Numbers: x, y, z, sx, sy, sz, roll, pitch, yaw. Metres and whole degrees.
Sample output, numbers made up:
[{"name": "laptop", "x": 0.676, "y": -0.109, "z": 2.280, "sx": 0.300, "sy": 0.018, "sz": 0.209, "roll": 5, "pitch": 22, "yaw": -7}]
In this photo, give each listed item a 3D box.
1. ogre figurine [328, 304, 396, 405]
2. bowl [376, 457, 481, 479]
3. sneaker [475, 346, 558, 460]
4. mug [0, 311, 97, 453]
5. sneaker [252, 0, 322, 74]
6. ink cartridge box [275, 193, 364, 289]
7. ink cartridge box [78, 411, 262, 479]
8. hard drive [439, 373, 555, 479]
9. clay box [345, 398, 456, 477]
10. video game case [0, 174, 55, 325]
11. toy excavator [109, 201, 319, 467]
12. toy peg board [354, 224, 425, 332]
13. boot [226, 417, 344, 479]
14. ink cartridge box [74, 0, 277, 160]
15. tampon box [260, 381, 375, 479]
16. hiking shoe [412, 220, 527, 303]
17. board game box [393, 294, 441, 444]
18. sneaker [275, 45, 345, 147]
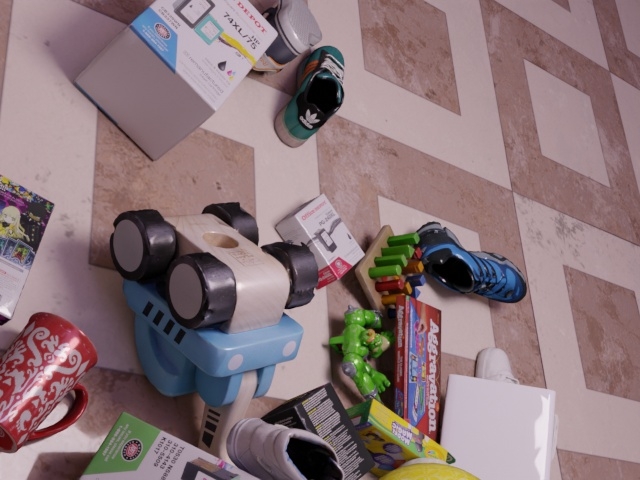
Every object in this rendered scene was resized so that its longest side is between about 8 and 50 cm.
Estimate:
[{"name": "ogre figurine", "x": 0.080, "y": 0.207, "z": 1.719, "sx": 0.118, "sy": 0.096, "sz": 0.197, "roll": 42, "pitch": 61, "yaw": -43}, {"name": "bowl", "x": 0.182, "y": 0.466, "z": 1.558, "sx": 0.289, "sy": 0.289, "sz": 0.156, "roll": 38, "pitch": 28, "yaw": -23}, {"name": "sneaker", "x": 0.417, "y": 0.341, "z": 1.909, "sx": 0.108, "sy": 0.169, "sz": 0.293, "roll": 22, "pitch": 53, "yaw": -32}, {"name": "mug", "x": -0.386, "y": 0.208, "z": 1.255, "sx": 0.150, "sy": 0.113, "sz": 0.169, "roll": 45, "pitch": 47, "yaw": -14}, {"name": "sneaker", "x": -0.084, "y": -0.428, "z": 1.899, "sx": 0.126, "sy": 0.127, "sz": 0.321, "roll": 57, "pitch": 17, "yaw": -12}, {"name": "ink cartridge box", "x": 0.000, "y": 0.000, "z": 1.773, "sx": 0.150, "sy": 0.063, "sz": 0.109, "roll": 56, "pitch": 42, "yaw": -5}, {"name": "ink cartridge box", "x": -0.187, "y": 0.384, "z": 1.211, "sx": 0.278, "sy": 0.117, "sz": 0.201, "roll": 23, "pitch": 60, "yaw": 13}, {"name": "hard drive", "x": 0.329, "y": 0.427, "z": 1.746, "sx": 0.210, "sy": 0.040, "sz": 0.319, "roll": 8, "pitch": 64, "yaw": 6}, {"name": "clay box", "x": 0.125, "y": 0.372, "z": 1.639, "sx": 0.222, "sy": 0.127, "sz": 0.053, "roll": 38, "pitch": 46, "yaw": -22}, {"name": "video game case", "x": -0.515, "y": -0.019, "z": 1.304, "sx": 0.232, "sy": 0.041, "sz": 0.210, "roll": 31, "pitch": 50, "yaw": -29}, {"name": "toy excavator", "x": -0.152, "y": 0.214, "z": 1.415, "sx": 0.222, "sy": 0.445, "sz": 0.433, "roll": -9, "pitch": 33, "yaw": -45}, {"name": "toy peg board", "x": 0.161, "y": 0.074, "z": 1.840, "sx": 0.161, "sy": 0.079, "sz": 0.161, "roll": -54, "pitch": 126, "yaw": -45}, {"name": "boot", "x": -0.012, "y": 0.335, "z": 1.282, "sx": 0.258, "sy": 0.123, "sz": 0.095, "roll": 43, "pitch": 60, "yaw": -36}, {"name": "ink cartridge box", "x": -0.247, "y": -0.323, "z": 1.614, "sx": 0.198, "sy": 0.197, "sz": 0.270, "roll": 45, "pitch": 44, "yaw": -16}, {"name": "tampon box", "x": -0.012, "y": 0.340, "z": 1.530, "sx": 0.101, "sy": 0.120, "sz": 0.161, "roll": -26, "pitch": 87, "yaw": -47}, {"name": "hiking shoe", "x": 0.325, "y": 0.081, "z": 1.993, "sx": 0.304, "sy": 0.113, "sz": 0.132, "roll": 25, "pitch": 34, "yaw": -20}, {"name": "board game box", "x": 0.190, "y": 0.258, "z": 1.776, "sx": 0.145, "sy": 0.027, "sz": 0.282, "roll": 25, "pitch": 62, "yaw": -52}, {"name": "sneaker", "x": 0.009, "y": -0.320, "z": 1.915, "sx": 0.108, "sy": 0.121, "sz": 0.302, "roll": 40, "pitch": 45, "yaw": -21}]
